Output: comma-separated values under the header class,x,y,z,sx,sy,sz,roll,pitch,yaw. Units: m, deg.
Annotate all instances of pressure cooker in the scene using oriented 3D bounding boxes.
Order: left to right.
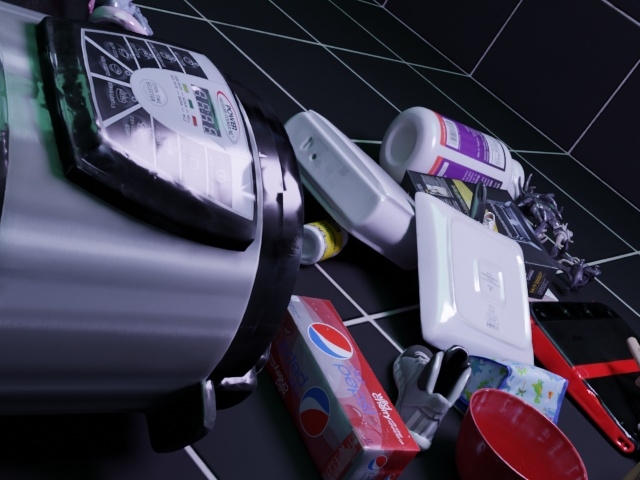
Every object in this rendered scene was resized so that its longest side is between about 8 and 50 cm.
class,x,y,z,sx,sy,sz,roll,pitch,yaw
pressure cooker,-0.223,-0.020,0.851,0.421,0.369,0.376,10,11,-43

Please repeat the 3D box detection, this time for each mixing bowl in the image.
class,x,y,z,sx,sy,sz,roll,pitch,yaw
mixing bowl,0.244,0.293,1.162,0.182,0.098,0.181,28,24,-14

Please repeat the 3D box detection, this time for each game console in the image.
class,x,y,z,sx,sy,sz,roll,pitch,yaw
game console,0.553,0.251,1.692,0.387,0.060,0.342,4,43,-47

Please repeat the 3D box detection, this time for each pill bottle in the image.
class,x,y,z,sx,sy,sz,roll,pitch,yaw
pill bottle,0.000,0.000,1.450,0.065,0.065,0.116,40,23,15
pill bottle,0.303,-0.171,2.005,0.323,0.181,0.181,17,29,-33

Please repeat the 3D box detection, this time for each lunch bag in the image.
class,x,y,z,sx,sy,sz,roll,pitch,yaw
lunch bag,0.269,0.221,1.337,0.129,0.096,0.151,19,-1,-30

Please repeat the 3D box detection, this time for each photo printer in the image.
class,x,y,z,sx,sy,sz,roll,pitch,yaw
photo printer,0.079,-0.077,1.562,0.256,0.107,0.307,50,10,31

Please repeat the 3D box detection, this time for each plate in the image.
class,x,y,z,sx,sy,sz,roll,pitch,yaw
plate,0.270,0.075,1.486,0.277,0.045,0.277,25,53,-36

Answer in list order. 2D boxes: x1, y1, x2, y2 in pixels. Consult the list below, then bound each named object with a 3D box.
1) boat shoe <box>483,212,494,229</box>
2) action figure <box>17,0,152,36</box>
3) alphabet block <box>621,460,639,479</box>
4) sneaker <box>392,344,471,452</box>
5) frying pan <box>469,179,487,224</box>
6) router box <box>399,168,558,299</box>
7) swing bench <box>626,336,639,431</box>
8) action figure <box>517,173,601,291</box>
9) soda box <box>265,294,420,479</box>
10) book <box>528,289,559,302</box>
class,x,y,z,sx,sy,sz,roll,pitch,yaw
boat shoe,0.312,-0.026,1.678,0.035,0.035,0.100,26,30,11
action figure,-0.383,-0.197,1.097,0.248,0.370,0.275,71,-7,-49
alphabet block,0.535,0.377,1.243,0.192,0.197,0.193,41,25,15
sneaker,0.164,0.184,1.226,0.086,0.132,0.228,31,24,-6
frying pan,0.239,0.032,1.566,0.197,0.053,0.326,7,60,-32
router box,0.304,-0.018,1.781,0.243,0.081,0.308,11,30,-16
swing bench,0.680,0.304,1.537,0.253,0.165,0.254,32,47,-29
action figure,0.503,-0.009,2.005,0.164,0.141,0.275,-7,62,-52
soda box,0.011,0.185,1.097,0.092,0.083,0.263,12,32,-37
book,0.435,0.083,1.879,0.096,0.035,0.144,19,26,-37
